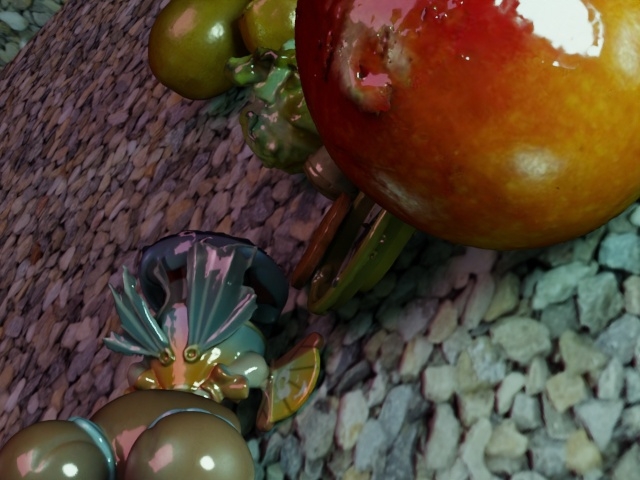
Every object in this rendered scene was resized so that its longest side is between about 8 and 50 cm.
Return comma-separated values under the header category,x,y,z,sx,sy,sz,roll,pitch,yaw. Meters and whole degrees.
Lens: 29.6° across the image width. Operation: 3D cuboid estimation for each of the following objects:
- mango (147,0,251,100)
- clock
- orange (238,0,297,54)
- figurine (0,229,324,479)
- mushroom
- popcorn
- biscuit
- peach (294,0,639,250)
category,x,y,z,sx,sy,sz,roll,pitch,yaw
mango,-0.165,-0.373,2.044,0.317,0.173,0.211,-54,4,-17
clock,0.063,-0.011,1.347,0.237,0.057,0.237,-57,8,12
orange,-0.058,-0.350,1.905,0.154,0.134,0.155,-28,36,23
figurine,-0.155,0.171,1.312,0.276,0.248,0.388,-7,48,22
mushroom,0.086,-0.147,1.481,0.247,0.108,0.096,-36,-1,21
popcorn,-0.040,-0.187,1.620,0.198,0.212,0.198,-43,-5,-5
biscuit,0.000,0.000,1.459,0.130,0.019,0.102,-60,5,2
peach,0.156,-0.167,1.115,0.370,0.370,0.370,-36,30,25
